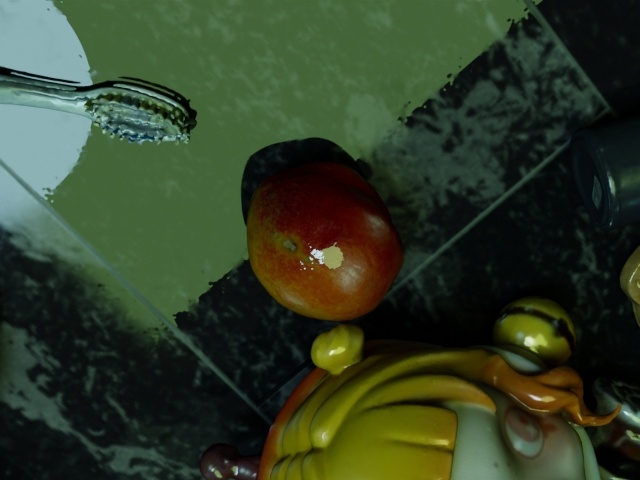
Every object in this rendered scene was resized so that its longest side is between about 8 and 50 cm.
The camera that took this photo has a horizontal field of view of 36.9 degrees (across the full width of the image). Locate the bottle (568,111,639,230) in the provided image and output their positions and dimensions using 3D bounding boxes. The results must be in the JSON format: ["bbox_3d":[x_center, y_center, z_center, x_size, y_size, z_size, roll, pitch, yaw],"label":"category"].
[{"bbox_3d":[0.296,-0.076,0.652,0.245,0.082,0.072,-15,153,-1],"label":"bottle"}]

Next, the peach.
[{"bbox_3d":[0.000,0.000,0.623,0.101,0.100,0.100,-2,108,-7],"label":"peach"}]

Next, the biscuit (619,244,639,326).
[{"bbox_3d":[0.293,0.042,0.713,0.118,0.023,0.140,-29,108,2],"label":"biscuit"}]

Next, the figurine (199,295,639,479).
[{"bbox_3d":[0.094,0.185,0.644,0.323,0.196,0.320,26,60,-22],"label":"figurine"}]

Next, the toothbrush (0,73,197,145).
[{"bbox_3d":[-0.282,-0.107,0.587,0.414,0.042,0.035,9,106,-8],"label":"toothbrush"}]
